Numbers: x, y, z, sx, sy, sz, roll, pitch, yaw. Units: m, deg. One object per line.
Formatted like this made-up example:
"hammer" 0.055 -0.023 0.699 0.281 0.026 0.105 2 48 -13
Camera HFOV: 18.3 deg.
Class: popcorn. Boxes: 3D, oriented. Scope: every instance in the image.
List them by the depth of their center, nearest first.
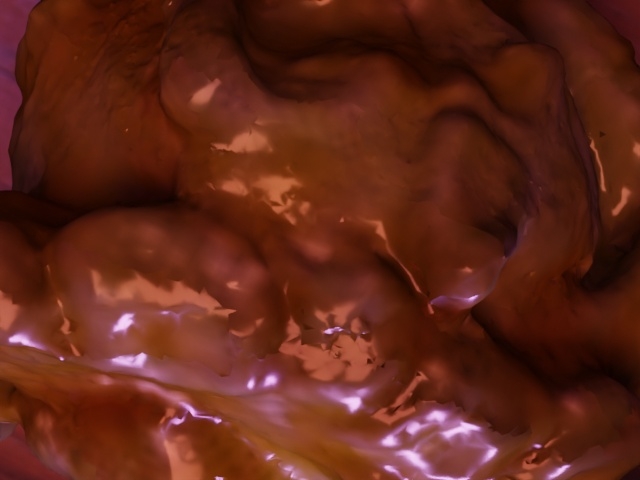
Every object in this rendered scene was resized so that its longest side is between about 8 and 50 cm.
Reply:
"popcorn" -0.008 -0.004 0.828 0.335 0.279 0.274 29 154 -2
